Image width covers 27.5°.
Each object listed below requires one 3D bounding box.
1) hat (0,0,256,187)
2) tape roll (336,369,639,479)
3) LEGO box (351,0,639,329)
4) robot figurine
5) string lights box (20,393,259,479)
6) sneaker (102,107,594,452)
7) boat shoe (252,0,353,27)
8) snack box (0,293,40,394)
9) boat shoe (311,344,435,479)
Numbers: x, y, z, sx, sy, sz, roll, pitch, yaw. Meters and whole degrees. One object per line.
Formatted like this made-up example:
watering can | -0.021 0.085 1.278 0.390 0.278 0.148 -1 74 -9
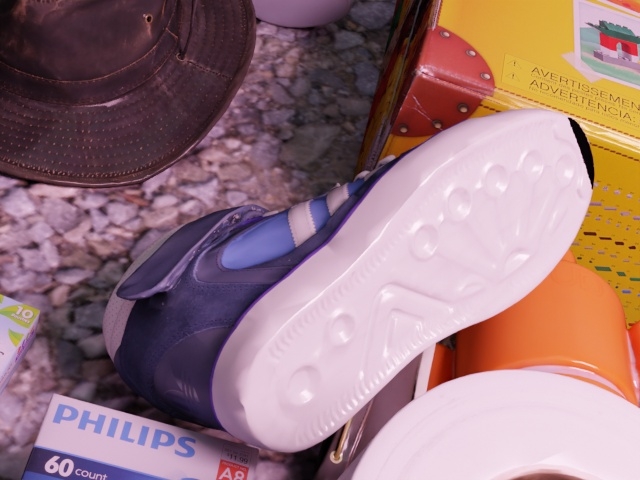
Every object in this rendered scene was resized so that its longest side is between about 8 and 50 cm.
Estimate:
hat | -0.195 -0.207 1.052 0.331 0.134 0.331 7 57 -11
tape roll | 0.097 0.213 0.707 0.246 0.169 0.246 10 55 -15
LEGO box | 0.303 -0.102 1.146 0.500 0.193 0.372 19 43 -3
robot figurine | 0.156 0.101 0.922 0.158 0.128 0.219 17 40 -9
string lights box | -0.123 0.217 0.714 0.133 0.076 0.259 16 41 -5
sneaker | 0.000 0.001 0.888 0.323 0.130 0.236 -38 31 -23
boat shoe | -0.089 -0.281 1.247 0.258 0.095 0.084 18 45 -6
snack box | -0.254 0.082 0.832 0.100 0.037 0.141 23 41 0
boat shoe | 0.038 0.088 0.917 0.069 0.081 0.227 19 43 -10
